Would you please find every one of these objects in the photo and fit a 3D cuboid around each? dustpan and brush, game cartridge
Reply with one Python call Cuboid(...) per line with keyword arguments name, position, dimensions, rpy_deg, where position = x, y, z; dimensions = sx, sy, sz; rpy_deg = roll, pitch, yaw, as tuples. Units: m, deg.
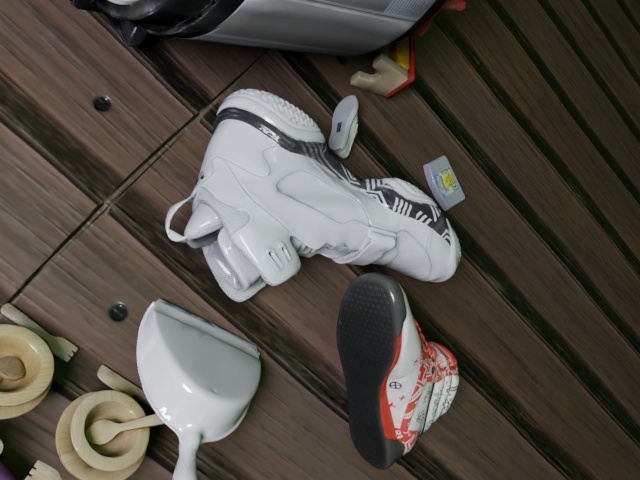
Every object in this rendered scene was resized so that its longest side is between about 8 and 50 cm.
Cuboid(name="dustpan and brush", position=(-0.121, 0.164, 0.512), dimensions=(0.147, 0.211, 0.060), rpy_deg=(33, 105, -26))
Cuboid(name="game cartridge", position=(0.202, -0.093, 0.855), dimensions=(0.056, 0.017, 0.083), rpy_deg=(-29, 95, -31))

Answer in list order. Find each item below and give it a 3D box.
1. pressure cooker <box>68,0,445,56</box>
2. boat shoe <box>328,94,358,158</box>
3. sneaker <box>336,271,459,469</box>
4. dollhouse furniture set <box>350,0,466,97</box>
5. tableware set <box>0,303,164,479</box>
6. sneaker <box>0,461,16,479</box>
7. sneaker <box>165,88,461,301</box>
Cuboid(name="pressure cooker", position=(-0.071, -0.382, 0.504), dimensions=(0.421, 0.376, 0.369), rpy_deg=(-14, 112, -43))
Cuboid(name="boat shoe", position=(0.039, -0.164, 0.759), dimensions=(0.035, 0.035, 0.100), rpy_deg=(44, 50, -49))
Cuboid(name="sneaker", position=(0.103, 0.138, 0.642), dimensions=(0.145, 0.090, 0.269), rpy_deg=(-24, 121, -38))
Cuboid(name="dollhouse furniture set", position=(0.166, -0.420, 0.801), dimensions=(0.152, 0.201, 0.373), rpy_deg=(11, 71, -31))
Cuboid(name="tableware set", position=(-0.230, 0.141, 0.463), dimensions=(0.194, 0.039, 0.128), rpy_deg=(42, 30, -18))
Cuboid(name="sneaker", position=(-0.334, 0.290, 0.358), dimensions=(0.282, 0.102, 0.161), rpy_deg=(-38, 103, -34))
Cuboid(name="sneaker", position=(0.000, 0.000, 0.631), dimensions=(0.366, 0.137, 0.210), rpy_deg=(34, 62, -16))
